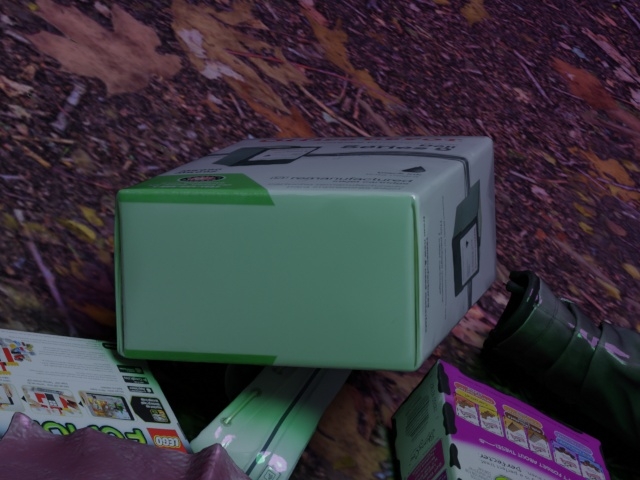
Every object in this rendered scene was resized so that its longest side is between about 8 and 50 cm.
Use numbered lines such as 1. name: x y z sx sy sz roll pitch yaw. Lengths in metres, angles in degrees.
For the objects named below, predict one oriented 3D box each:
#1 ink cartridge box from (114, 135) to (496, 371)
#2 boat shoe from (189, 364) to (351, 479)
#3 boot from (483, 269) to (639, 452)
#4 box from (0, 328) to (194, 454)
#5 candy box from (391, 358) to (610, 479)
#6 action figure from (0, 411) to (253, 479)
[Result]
1. ink cartridge box: 0.000 0.000 1.358 0.211 0.122 0.289 1 10 15
2. boat shoe: -0.030 0.102 1.338 0.075 0.083 0.226 34 27 -1
3. boot: 0.246 0.103 1.504 0.222 0.118 0.338 32 -15 -3
4. box: -0.188 0.106 1.205 0.207 0.036 0.114 10 35 -39
5. candy box: 0.140 0.207 1.367 0.159 0.071 0.233 28 26 -18
6. action figure: -0.160 0.194 0.852 0.275 0.248 0.370 34 23 1
